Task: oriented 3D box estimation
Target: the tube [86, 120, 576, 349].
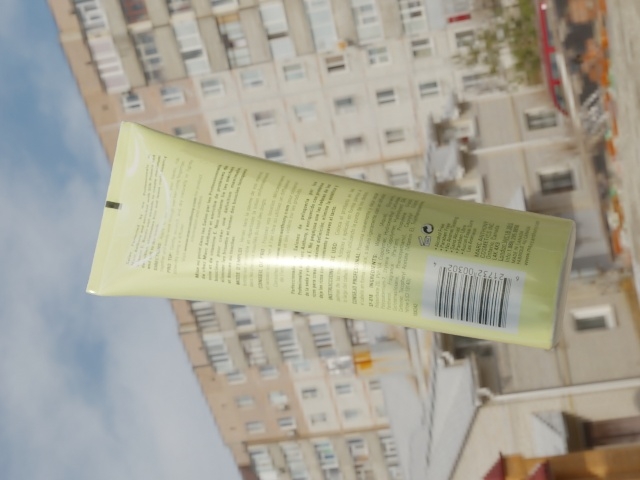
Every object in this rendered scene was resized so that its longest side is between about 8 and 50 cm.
[{"bbox_3d":[0.000,0.000,0.489,0.070,0.240,0.062,-66,-22,-43],"label":"tube"}]
